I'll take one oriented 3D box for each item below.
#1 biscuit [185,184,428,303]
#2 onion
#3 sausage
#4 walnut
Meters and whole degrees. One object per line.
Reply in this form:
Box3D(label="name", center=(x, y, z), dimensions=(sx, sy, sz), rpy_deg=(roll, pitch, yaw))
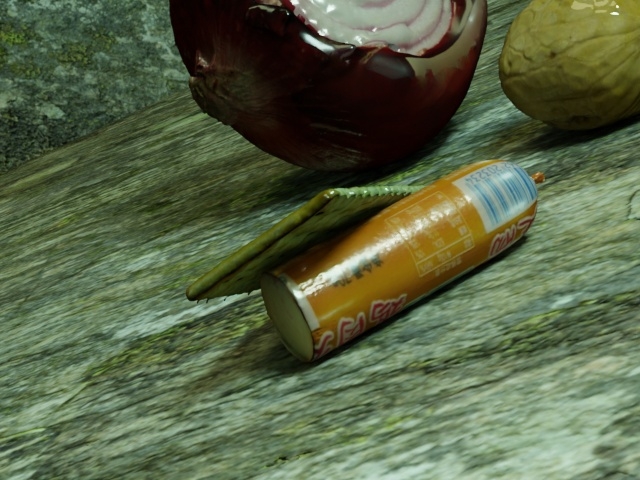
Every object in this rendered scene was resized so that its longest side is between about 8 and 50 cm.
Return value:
Box3D(label="biscuit", center=(0.000, 0.000, 0.965), dimensions=(0.139, 0.016, 0.231), rpy_deg=(-35, -10, 21))
Box3D(label="onion", center=(-0.001, -0.234, 1.411), dimensions=(0.341, 0.341, 0.341), rpy_deg=(-21, 14, 5))
Box3D(label="sausage", center=(0.070, 0.003, 0.946), dimensions=(0.234, 0.071, 0.071), rpy_deg=(-28, 15, -22))
Box3D(label="walnut", center=(0.241, -0.168, 1.204), dimensions=(0.144, 0.144, 0.180), rpy_deg=(-33, 14, -37))
